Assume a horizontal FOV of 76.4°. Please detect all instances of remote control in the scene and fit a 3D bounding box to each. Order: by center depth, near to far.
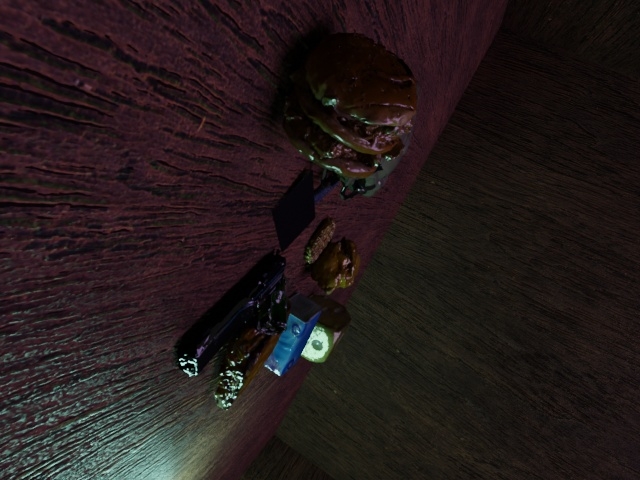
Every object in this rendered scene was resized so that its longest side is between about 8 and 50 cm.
[{"bbox_3d":[-0.215,0.183,1.073,0.399,0.062,0.144,-48,162,-41],"label":"remote control"},{"bbox_3d":[0.011,-0.157,1.263,0.152,0.027,0.043,-46,167,-40],"label":"remote control"}]

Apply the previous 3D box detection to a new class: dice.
[{"bbox_3d":[-0.009,0.415,1.934,0.238,0.233,0.227,-34,152,-60],"label":"dice"}]

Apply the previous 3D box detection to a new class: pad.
[{"bbox_3d":[-0.071,-0.075,1.152,0.159,0.009,0.265,-48,162,-19],"label":"pad"}]

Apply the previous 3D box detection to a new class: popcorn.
[{"bbox_3d":[0.068,0.105,1.658,0.253,0.190,0.191,-60,-171,-13],"label":"popcorn"}]

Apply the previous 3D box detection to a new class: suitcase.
[{"bbox_3d":[0.135,-0.263,1.134,0.339,0.194,0.351,-56,166,-8],"label":"suitcase"}]

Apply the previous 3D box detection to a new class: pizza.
[{"bbox_3d":[-0.222,0.358,1.301,0.409,0.114,0.278,-61,166,-1],"label":"pizza"}]

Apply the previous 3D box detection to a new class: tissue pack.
[{"bbox_3d":[-0.120,0.369,1.622,0.263,0.146,0.198,-64,165,18],"label":"tissue pack"}]

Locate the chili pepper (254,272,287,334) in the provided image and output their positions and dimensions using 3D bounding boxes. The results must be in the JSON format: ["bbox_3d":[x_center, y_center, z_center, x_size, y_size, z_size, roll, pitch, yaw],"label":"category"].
[{"bbox_3d":[-0.138,0.191,1.246,0.108,0.062,0.216,51,39,-38],"label":"chili pepper"}]

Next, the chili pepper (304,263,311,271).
[{"bbox_3d":[-0.048,0.108,1.614,0.030,0.017,0.083,-54,166,-19],"label":"chili pepper"}]

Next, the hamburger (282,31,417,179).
[{"bbox_3d":[0.049,-0.264,0.790,0.245,0.260,0.211,7,141,-29],"label":"hamburger"}]

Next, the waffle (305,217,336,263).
[{"bbox_3d":[0.001,0.001,1.523,0.191,0.038,0.191,-54,165,-22],"label":"waffle"}]
